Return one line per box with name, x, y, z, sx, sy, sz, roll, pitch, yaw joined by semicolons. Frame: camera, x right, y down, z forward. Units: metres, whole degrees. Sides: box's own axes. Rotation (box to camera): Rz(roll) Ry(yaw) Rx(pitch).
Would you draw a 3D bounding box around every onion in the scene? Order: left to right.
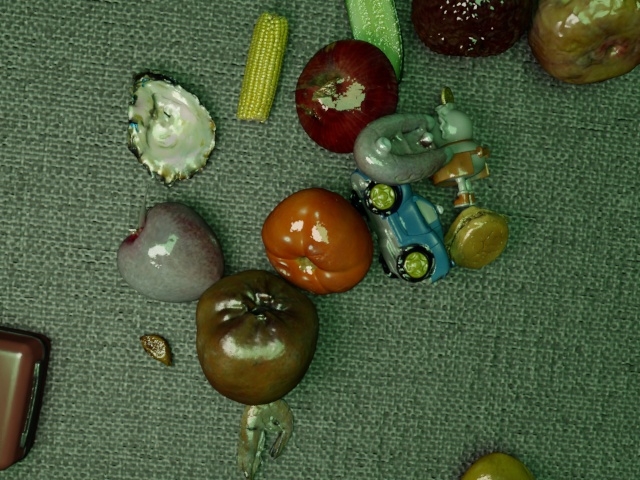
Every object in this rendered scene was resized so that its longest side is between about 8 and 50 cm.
onion;0.056;-0.313;1.413;0.248;0.161;0.248;0;102;0

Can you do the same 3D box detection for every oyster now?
oyster;-0.347;-0.257;1.445;0.198;0.092;0.260;-35;102;0

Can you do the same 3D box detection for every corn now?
corn;-0.127;-0.385;1.447;0.081;0.081;0.248;12;92;-3

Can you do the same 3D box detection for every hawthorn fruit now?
hawthorn fruit;-0.141;0.225;1.389;0.267;0.301;0.268;3;48;-3

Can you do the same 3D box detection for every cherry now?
cherry;-0.327;0.027;1.406;0.266;0.183;0.213;42;101;-7

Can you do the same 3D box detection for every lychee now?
lychee;0.320;-0.507;1.371;0.260;0.260;0.261;0;93;-2

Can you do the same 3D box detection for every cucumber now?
cucumber;0.132;-0.458;1.459;0.115;0.063;0.244;-8;99;23

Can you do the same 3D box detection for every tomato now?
tomato;0.002;-0.002;1.404;0.260;0.260;0.180;31;59;-3

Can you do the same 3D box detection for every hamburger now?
hamburger;0.354;-0.005;1.459;0.138;0.083;0.147;13;120;-37

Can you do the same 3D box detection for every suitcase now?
suitcase;-0.732;0.336;1.416;0.236;0.161;0.297;11;91;-4

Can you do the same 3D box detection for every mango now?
mango;0.421;0.663;1.465;0.253;0.182;0.365;-9;94;-1

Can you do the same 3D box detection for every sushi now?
sushi;-0.372;0.248;1.485;0.050;0.047;0.099;-39;76;-12

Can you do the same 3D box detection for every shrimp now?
shrimp;-0.129;0.468;1.507;0.126;0.047;0.223;8;91;-13

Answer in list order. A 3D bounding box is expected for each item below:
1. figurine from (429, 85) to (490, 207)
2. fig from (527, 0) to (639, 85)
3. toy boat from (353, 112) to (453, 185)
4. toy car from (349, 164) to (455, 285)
figurine;0.306;-0.208;1.446;0.143;0.143;0.271;3;94;-2
fig;0.574;-0.539;1.407;0.286;0.286;0.369;-8;67;-2
toy boat;0.172;-0.196;1.323;0.227;0.085;0.155;-17;75;-28
toy car;0.181;-0.045;1.423;0.166;0.198;0.314;-27;93;-10
